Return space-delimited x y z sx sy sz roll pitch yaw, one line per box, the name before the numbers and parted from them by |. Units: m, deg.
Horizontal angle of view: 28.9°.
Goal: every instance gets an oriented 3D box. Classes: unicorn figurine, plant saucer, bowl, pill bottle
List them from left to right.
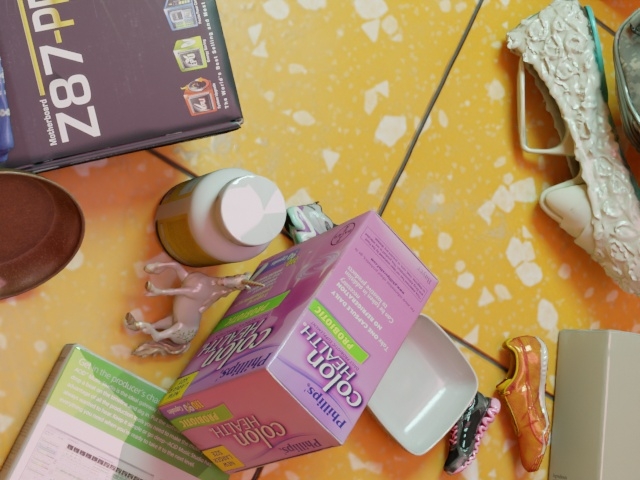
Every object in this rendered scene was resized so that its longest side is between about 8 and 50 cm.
plant saucer | -0.342 -0.011 1.270 0.198 0.198 0.036 -2 48 -26
unicorn figurine | -0.147 0.068 1.378 0.111 0.162 0.060 12 44 -24
pill bottle | -0.108 -0.025 1.361 0.103 0.184 0.103 2 86 -25
bowl | 0.111 0.176 1.526 0.142 0.053 0.142 -45 104 -21

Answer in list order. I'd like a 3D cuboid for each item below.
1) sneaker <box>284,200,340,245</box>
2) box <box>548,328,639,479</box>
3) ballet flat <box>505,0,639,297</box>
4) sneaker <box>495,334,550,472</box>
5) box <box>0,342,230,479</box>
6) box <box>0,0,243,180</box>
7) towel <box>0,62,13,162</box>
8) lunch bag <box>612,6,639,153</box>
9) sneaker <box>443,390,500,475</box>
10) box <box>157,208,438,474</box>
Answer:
sneaker | 0.000 0.000 1.493 0.069 0.038 0.098 -18 94 -25
box | 0.367 0.256 1.614 0.094 0.113 0.275 10 83 -26
ballet flat | 0.336 -0.111 1.635 0.147 0.147 0.409 -15 90 -26
sneaker | 0.259 0.211 1.602 0.067 0.064 0.175 -2 81 -6
box | -0.245 0.304 1.343 0.232 0.058 0.322 31 75 -21
box | -0.278 -0.275 1.298 0.318 0.097 0.395 -13 95 -12
towel | -0.433 -0.231 1.206 0.243 0.040 0.336 -6 94 3
lunch bag | 0.504 -0.173 1.591 0.256 0.212 0.305 60 19 19
sneaker | 0.178 0.238 1.563 0.057 0.047 0.119 37 64 -12
box | -0.024 0.112 1.344 0.117 0.213 0.243 46 52 -16
